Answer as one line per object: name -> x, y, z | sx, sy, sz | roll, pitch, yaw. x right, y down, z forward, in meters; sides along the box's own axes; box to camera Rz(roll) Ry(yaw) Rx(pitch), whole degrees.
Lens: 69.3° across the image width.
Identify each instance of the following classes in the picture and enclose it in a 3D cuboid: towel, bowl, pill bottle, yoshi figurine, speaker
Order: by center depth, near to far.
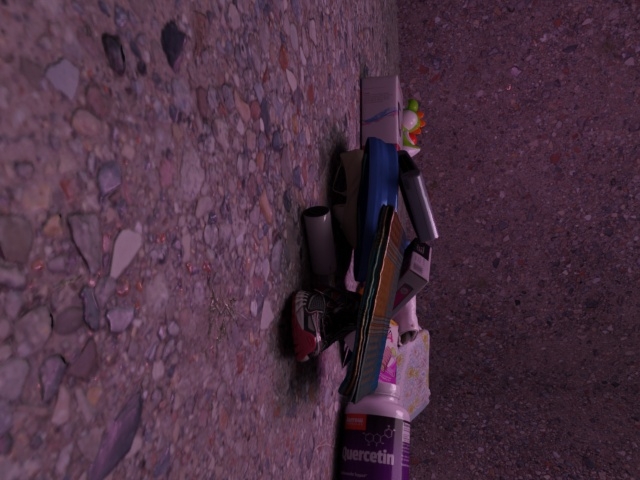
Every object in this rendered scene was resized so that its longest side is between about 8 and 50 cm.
speaker -> 0.000, 0.000, 0.937 | 0.055, 0.055, 0.136 | -65, 150, -58
towel -> 0.118, 0.136, 0.961 | 0.271, 0.040, 0.370 | 43, 59, -70
pill bottle -> 0.143, 0.547, 1.221 | 0.181, 0.182, 0.323 | 63, 30, -59
bowl -> 0.146, -0.080, 1.256 | 0.391, 0.077, 0.391 | 4, 90, -89
towel -> 0.272, 0.509, 1.650 | 0.374, 0.090, 0.320 | -18, 109, -47
yoshi figurine -> 0.294, -0.448, 1.936 | 0.203, 0.203, 0.362 | 33, 64, -24

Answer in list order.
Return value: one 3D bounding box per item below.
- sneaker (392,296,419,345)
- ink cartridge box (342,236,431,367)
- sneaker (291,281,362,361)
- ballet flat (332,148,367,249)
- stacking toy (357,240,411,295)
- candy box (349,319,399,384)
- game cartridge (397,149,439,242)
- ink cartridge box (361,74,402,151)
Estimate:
sneaker -> 0.255, 0.292, 1.629 | 0.292, 0.108, 0.169 | 119, -29, -64
ink cartridge box -> 0.157, 0.170, 1.238 | 0.371, 0.069, 0.176 | -56, -178, 30
sneaker -> 0.019, 0.144, 0.896 | 0.299, 0.112, 0.120 | -26, 115, -73
ballet flat -> 0.068, -0.103, 1.152 | 0.086, 0.086, 0.248 | -1, 96, -75
stacking toy -> 0.204, 0.125, 1.570 | 0.302, 0.175, 0.165 | -43, 129, -55
candy box -> 0.168, 0.337, 1.418 | 0.159, 0.071, 0.233 | 40, 45, -36
game cartridge -> 0.248, -0.116, 1.227 | 0.297, 0.062, 0.198 | -85, 152, -67
ink cartridge box -> 0.222, -0.394, 1.639 | 0.226, 0.131, 0.306 | 8, 84, -75
